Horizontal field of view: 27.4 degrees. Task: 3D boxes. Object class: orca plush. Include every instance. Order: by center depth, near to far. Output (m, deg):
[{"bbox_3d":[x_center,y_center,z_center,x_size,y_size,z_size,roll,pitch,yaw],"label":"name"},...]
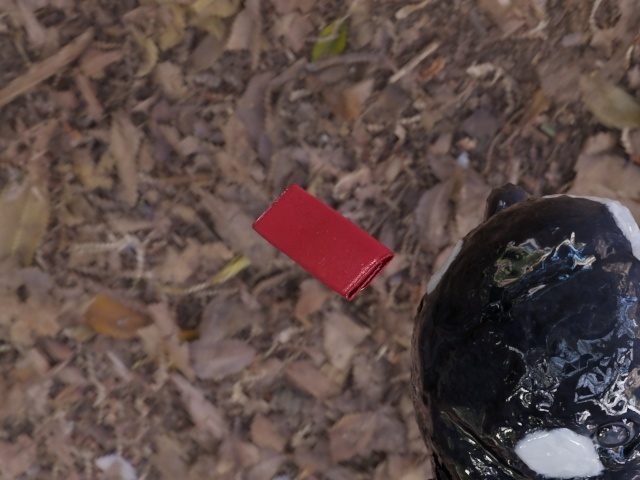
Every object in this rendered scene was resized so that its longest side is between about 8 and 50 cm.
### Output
[{"bbox_3d":[0.049,0.069,0.452,0.102,0.287,0.151,-19,81,-1],"label":"orca plush"}]

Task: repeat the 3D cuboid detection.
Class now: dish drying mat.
[{"bbox_3d":[0.000,0.000,0.622,0.083,0.032,0.008,36,170,48],"label":"dish drying mat"}]
